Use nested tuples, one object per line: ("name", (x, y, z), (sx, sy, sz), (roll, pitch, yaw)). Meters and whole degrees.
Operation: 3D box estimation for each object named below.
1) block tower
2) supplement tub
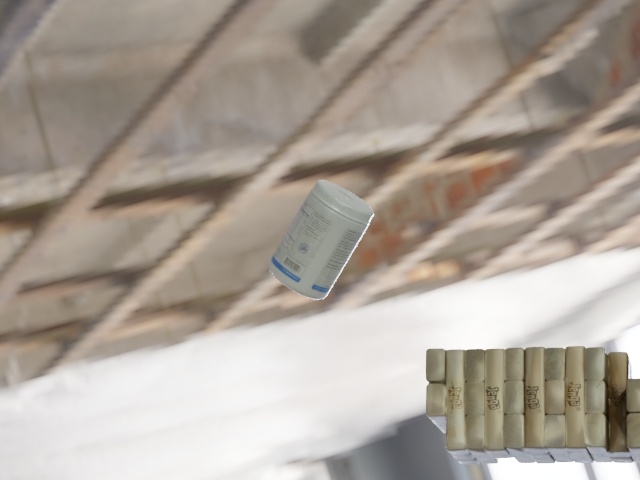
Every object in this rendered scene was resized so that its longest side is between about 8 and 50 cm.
("block tower", (0.263, 0.139, 1.692), (0.335, 0.091, 0.097), (-2, -14, 13))
("supplement tub", (0.000, 0.000, 2.029), (0.107, 0.071, 0.071), (-59, -27, 12))
